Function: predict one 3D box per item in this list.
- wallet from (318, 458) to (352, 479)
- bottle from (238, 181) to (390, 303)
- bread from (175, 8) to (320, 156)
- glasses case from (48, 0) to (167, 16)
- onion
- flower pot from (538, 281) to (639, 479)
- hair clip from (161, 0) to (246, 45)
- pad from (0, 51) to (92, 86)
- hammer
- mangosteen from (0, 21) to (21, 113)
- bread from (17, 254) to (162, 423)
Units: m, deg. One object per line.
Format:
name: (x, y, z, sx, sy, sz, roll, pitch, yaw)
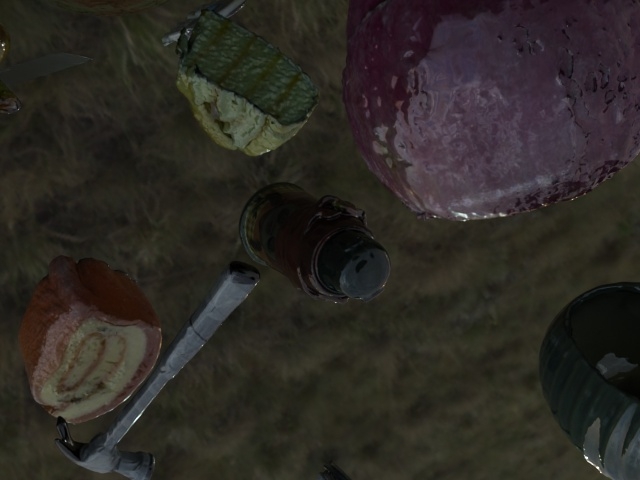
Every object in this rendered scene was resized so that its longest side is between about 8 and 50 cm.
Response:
wallet: (0.090, 0.470, 1.527, 0.069, 0.231, 0.170, -41, 143, -20)
bottle: (0.000, 0.000, 1.301, 0.143, 0.271, 0.156, -31, 119, -21)
bread: (-0.090, -0.155, 0.973, 0.103, 0.156, 0.110, -54, -176, -32)
glasses case: (-0.199, -0.311, 0.894, 0.156, 0.098, 0.425, -5, 178, -16)
onion: (0.132, -0.163, 0.698, 0.267, 0.159, 0.348, -17, 119, 9)
flower pot: (0.324, 0.147, 0.897, 0.189, 0.243, 0.157, -32, 138, -9)
hair clip: (-0.202, -0.394, 1.663, 0.140, 0.054, 0.220, -14, -152, 33)
pad: (-0.435, -0.257, 1.385, 0.157, 0.003, 0.112, -13, -178, 14)
hammer: (-0.194, 0.173, 1.171, 0.152, 0.044, 0.427, 27, 123, -26)
mangosteen: (-0.461, -0.229, 1.095, 0.230, 0.194, 0.194, 23, 125, -29)
bread: (-0.353, 0.160, 1.383, 0.190, 0.123, 0.244, 16, 115, -35)
